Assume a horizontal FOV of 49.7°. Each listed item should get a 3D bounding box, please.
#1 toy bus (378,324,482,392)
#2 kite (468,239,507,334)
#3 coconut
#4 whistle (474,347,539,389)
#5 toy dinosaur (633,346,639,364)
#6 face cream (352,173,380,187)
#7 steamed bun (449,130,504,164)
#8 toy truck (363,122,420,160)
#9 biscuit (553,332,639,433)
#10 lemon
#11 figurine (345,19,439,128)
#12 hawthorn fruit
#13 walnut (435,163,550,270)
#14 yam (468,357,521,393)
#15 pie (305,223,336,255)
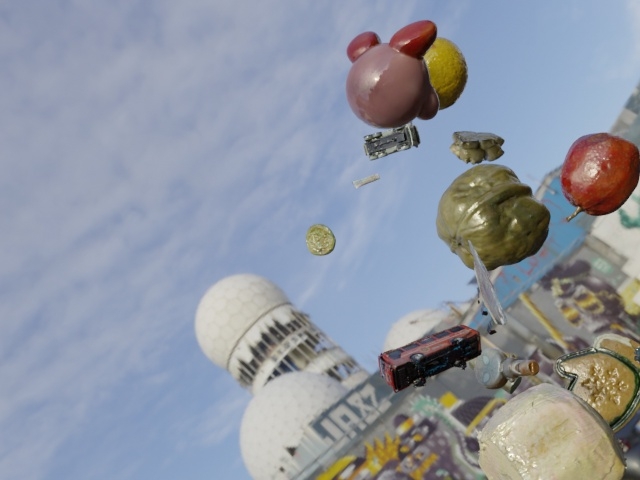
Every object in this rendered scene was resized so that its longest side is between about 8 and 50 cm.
[{"bbox_3d":[0.234,0.246,1.473,0.235,0.096,0.073,-16,-73,-22],"label":"toy bus"},{"bbox_3d":[0.245,0.090,1.020,0.016,0.127,0.229,-19,-26,6],"label":"kite"},{"bbox_3d":[0.495,0.452,1.470,0.255,0.297,0.297,-33,-27,-12],"label":"coconut"},{"bbox_3d":[0.473,0.328,1.777,0.057,0.107,0.220,10,-16,-25],"label":"whistle"},{"bbox_3d":[0.662,0.226,1.386,0.049,0.055,0.154,-42,-27,-10],"label":"toy dinosaur"},{"bbox_3d":[0.184,-0.241,2.792,0.115,0.038,0.020,-21,-29,-16],"label":"face cream"},{"bbox_3d":[0.549,-0.317,2.404,0.193,0.177,0.106,-3,-70,-7],"label":"steamed bun"},{"bbox_3d":[0.257,-0.362,2.538,0.227,0.097,0.114,-13,3,40],"label":"toy truck"},{"bbox_3d":[0.903,0.455,2.250,0.343,0.287,0.057,-56,-25,-5],"label":"biscuit"},{"bbox_3d":[0.344,-0.512,2.136,0.228,0.229,0.253,-62,2,24],"label":"lemon"},{"bbox_3d":[0.166,-0.413,1.799,0.211,0.270,0.261,-33,-62,-42],"label":"figurine"},{"bbox_3d":[0.715,-0.154,1.797,0.253,0.205,0.205,-64,-24,-1],"label":"hawthorn fruit"},{"bbox_3d":[0.469,-0.060,1.907,0.277,0.282,0.253,-30,-51,-7],"label":"walnut"},{"bbox_3d":[0.552,0.419,2.185,0.068,0.169,0.068,-21,-55,-34],"label":"yam"},{"bbox_3d":[0.001,-0.002,1.662,0.021,0.084,0.084,-13,-43,-58],"label":"pie"}]
